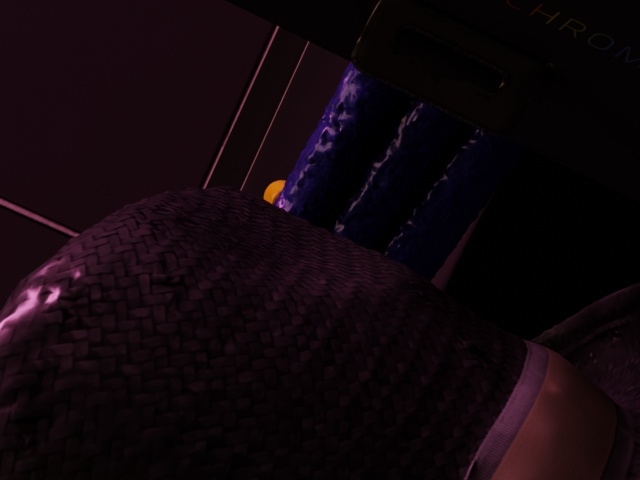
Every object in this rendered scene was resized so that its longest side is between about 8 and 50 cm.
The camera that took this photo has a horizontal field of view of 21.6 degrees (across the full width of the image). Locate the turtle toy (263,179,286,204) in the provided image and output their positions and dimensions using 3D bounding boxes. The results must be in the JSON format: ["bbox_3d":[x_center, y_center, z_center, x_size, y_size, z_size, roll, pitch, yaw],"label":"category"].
[{"bbox_3d":[0.000,0.000,1.139,0.130,0.066,0.095,-61,33,11],"label":"turtle toy"}]

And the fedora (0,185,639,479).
[{"bbox_3d":[-0.044,0.083,0.473,0.334,0.152,0.334,-44,2,2],"label":"fedora"}]

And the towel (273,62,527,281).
[{"bbox_3d":[0.045,-0.025,0.745,0.228,0.076,0.308,-62,-5,17],"label":"towel"}]

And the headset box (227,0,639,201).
[{"bbox_3d":[0.087,-0.169,0.533,0.131,0.246,0.283,141,152,-69],"label":"headset box"}]
